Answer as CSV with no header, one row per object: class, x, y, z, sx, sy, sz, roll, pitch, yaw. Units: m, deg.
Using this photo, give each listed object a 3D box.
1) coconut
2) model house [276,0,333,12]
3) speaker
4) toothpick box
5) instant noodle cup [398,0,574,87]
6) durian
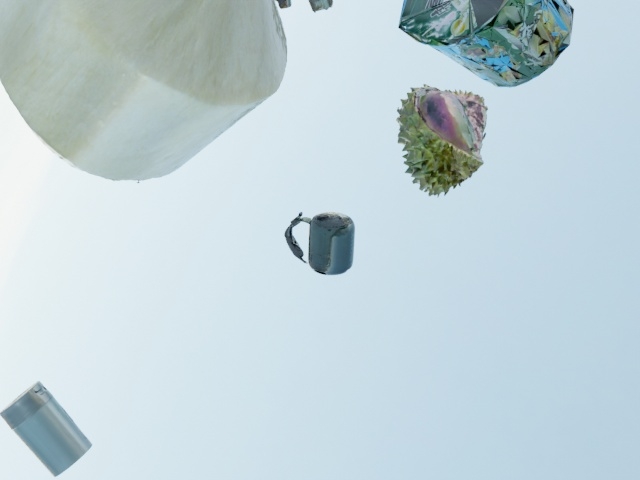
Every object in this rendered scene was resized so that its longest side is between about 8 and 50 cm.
coconut,-0.128,-0.159,0.974,0.222,0.202,0.202,-36,-149,38
model house,-0.070,-0.458,1.992,0.198,0.215,0.224,-7,-153,27
speaker,-0.003,0.002,1.705,0.060,0.094,0.075,-68,162,-66
toothpick box,-0.270,0.186,1.303,0.052,0.083,0.052,-38,-174,5
instant noodle cup,0.269,-0.355,2.042,0.240,0.178,0.240,-24,-130,32
durian,0.129,-0.133,1.615,0.119,0.108,0.186,-43,-160,30
